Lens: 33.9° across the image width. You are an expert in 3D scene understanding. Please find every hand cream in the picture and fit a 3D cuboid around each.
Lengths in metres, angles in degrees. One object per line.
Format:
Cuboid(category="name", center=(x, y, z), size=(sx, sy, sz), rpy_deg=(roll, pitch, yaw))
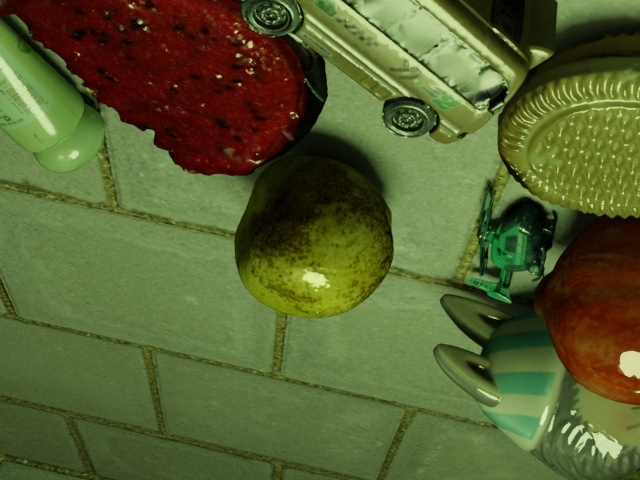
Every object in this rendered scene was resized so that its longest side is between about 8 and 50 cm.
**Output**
Cuboid(category="hand cream", center=(-0.366, -0.192, 1.174), size=(0.147, 0.093, 0.306), rpy_deg=(-2, 146, 36))

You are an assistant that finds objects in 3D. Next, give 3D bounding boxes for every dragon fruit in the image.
Cuboid(category="dragon fruit", center=(-0.112, -0.189, 1.054), size=(0.282, 0.100, 0.343), rpy_deg=(-2, 151, 28))

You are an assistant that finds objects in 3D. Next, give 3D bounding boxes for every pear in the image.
Cuboid(category="pear", center=(0.000, 0.000, 1.243), size=(0.197, 0.197, 0.197), rpy_deg=(11, 151, 6))

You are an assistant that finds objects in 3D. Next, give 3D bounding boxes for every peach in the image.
Cuboid(category="peach", center=(0.356, 0.073, 1.196), size=(0.257, 0.232, 0.232), rpy_deg=(13, 155, 35))

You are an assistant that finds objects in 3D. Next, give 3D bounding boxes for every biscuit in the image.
Cuboid(category="biscuit", center=(0.306, -0.106, 1.043), size=(0.259, 0.079, 0.259), rpy_deg=(11, 151, 6))

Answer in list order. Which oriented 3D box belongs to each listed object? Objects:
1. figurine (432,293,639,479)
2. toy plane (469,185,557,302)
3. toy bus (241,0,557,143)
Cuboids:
Cuboid(category="figurine", center=(0.336, 0.172, 1.454), size=(0.378, 0.266, 0.361), rpy_deg=(40, 175, 6))
Cuboid(category="toy plane", center=(0.237, 0.016, 1.311), size=(0.096, 0.060, 0.235), rpy_deg=(15, 149, 13))
Cuboid(category="toy bus", center=(0.061, -0.217, 0.899), size=(0.289, 0.139, 0.157), rpy_deg=(35, 140, -27))
